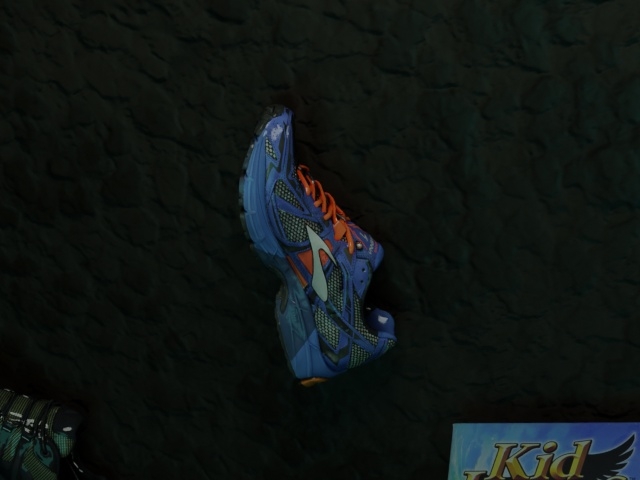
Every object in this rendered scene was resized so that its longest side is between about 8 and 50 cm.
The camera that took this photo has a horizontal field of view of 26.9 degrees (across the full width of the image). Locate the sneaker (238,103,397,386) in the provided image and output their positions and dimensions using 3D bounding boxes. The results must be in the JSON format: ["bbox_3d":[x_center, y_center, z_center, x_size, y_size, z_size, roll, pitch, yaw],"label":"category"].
[{"bbox_3d":[0.000,0.000,0.969,0.087,0.083,0.221,-11,119,10],"label":"sneaker"}]

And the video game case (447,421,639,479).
[{"bbox_3d":[0.212,0.244,0.919,0.270,0.244,0.061,-4,144,21],"label":"video game case"}]

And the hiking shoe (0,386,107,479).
[{"bbox_3d":[-0.258,0.156,1.145,0.114,0.086,0.227,-28,111,16],"label":"hiking shoe"}]
